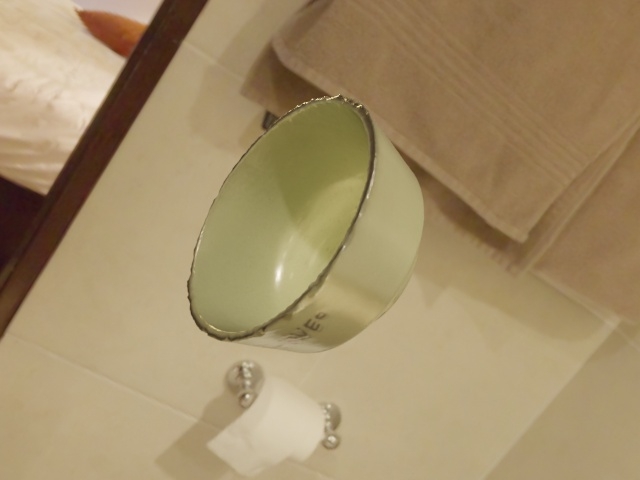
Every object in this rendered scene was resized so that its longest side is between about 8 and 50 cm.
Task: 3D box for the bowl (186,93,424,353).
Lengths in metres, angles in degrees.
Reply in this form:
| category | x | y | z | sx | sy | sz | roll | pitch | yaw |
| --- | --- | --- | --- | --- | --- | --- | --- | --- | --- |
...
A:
| category | x | y | z | sx | sy | sz | roll | pitch | yaw |
| --- | --- | --- | --- | --- | --- | --- | --- | --- | --- |
| bowl | 0.000 | 0.000 | 0.550 | 0.112 | 0.211 | 0.211 | 30 | 14 | -34 |
